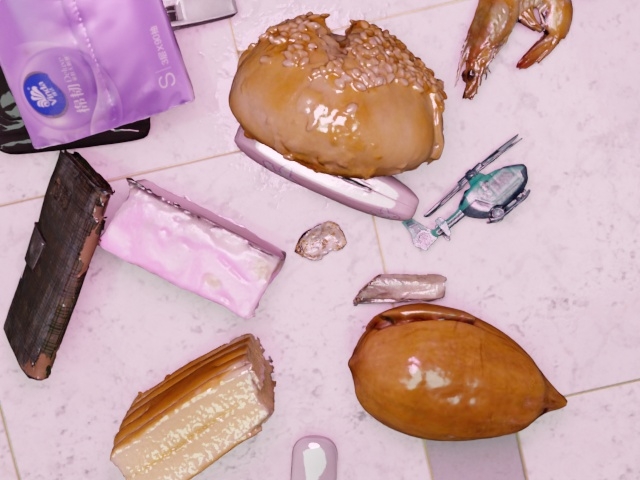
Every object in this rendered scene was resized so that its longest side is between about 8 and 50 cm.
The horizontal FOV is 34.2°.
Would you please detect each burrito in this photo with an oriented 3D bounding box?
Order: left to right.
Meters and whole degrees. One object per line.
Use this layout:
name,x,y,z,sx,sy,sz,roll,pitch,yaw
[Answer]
burrito,0.124,0.075,1.627,0.149,0.041,0.055,-2,109,0

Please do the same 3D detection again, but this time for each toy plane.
toy plane,0.241,-0.061,1.608,0.235,0.060,0.096,-39,86,0

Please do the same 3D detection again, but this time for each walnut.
walnut,0.207,0.209,1.564,0.337,0.209,0.208,14,95,0

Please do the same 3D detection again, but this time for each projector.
projector,-0.210,-0.378,1.564,0.147,0.061,0.115,-14,94,-11

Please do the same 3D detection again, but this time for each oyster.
oyster,-0.003,0.002,1.632,0.083,0.019,0.054,-25,96,0

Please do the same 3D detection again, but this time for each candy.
candy,-0.188,0.008,1.565,0.265,0.155,0.115,26,93,-3

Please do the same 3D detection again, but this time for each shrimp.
shrimp,0.289,-0.318,1.582,0.150,0.068,0.248,36,89,-7

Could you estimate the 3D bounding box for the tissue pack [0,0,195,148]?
tissue pack,-0.337,-0.321,1.415,0.242,0.160,0.338,-20,113,-6

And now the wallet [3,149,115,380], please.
wallet,-0.395,0.036,1.544,0.044,0.169,0.316,10,110,-38

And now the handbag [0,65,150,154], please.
handbag,-0.390,-0.248,1.582,0.247,0.080,0.222,-7,87,-4

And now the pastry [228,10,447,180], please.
pastry,0.034,-0.217,1.476,0.316,0.284,0.184,15,120,-3

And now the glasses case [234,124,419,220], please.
glasses case,0.010,-0.106,1.575,0.297,0.113,0.075,23,93,-2

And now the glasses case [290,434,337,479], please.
glasses case,-0.012,0.406,1.654,0.074,0.049,0.193,2,94,0

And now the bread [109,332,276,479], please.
bread,-0.178,0.250,1.550,0.246,0.239,0.111,-33,100,4
